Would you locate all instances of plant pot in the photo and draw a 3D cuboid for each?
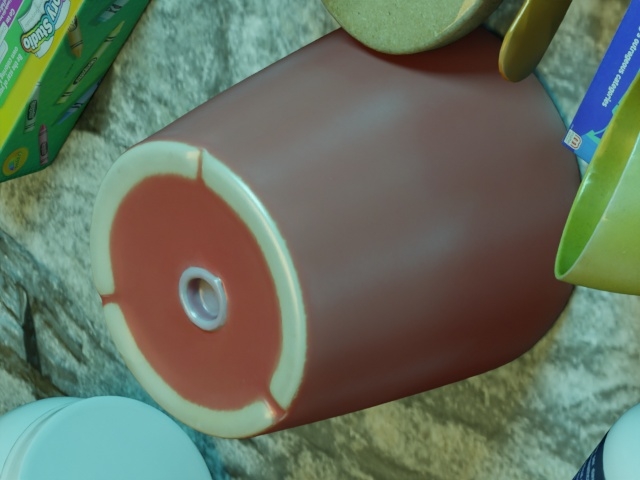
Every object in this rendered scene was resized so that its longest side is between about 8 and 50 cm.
[{"bbox_3d":[0.199,-0.022,0.808,0.095,0.134,0.134,23,126,1],"label":"plant pot"},{"bbox_3d":[0.000,0.000,0.981,0.275,0.243,0.275,18,119,38],"label":"plant pot"}]

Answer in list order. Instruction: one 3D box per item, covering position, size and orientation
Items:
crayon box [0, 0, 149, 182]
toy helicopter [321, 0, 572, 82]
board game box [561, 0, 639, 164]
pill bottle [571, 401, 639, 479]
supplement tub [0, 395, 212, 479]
[{"bbox_3d":[-0.260,-0.194,1.270,0.165,0.081,0.278,54,135,13],"label":"crayon box"},{"bbox_3d":[0.112,-0.256,0.856,0.235,0.140,0.355,50,124,23],"label":"toy helicopter"},{"bbox_3d":[0.258,-0.063,0.847,0.210,0.047,0.160,40,130,25],"label":"board game box"},{"bbox_3d":[0.220,0.189,0.909,0.153,0.153,0.264,44,132,23],"label":"pill bottle"},{"bbox_3d":[-0.264,0.278,1.352,0.325,0.235,0.235,-28,86,46],"label":"supplement tub"}]
